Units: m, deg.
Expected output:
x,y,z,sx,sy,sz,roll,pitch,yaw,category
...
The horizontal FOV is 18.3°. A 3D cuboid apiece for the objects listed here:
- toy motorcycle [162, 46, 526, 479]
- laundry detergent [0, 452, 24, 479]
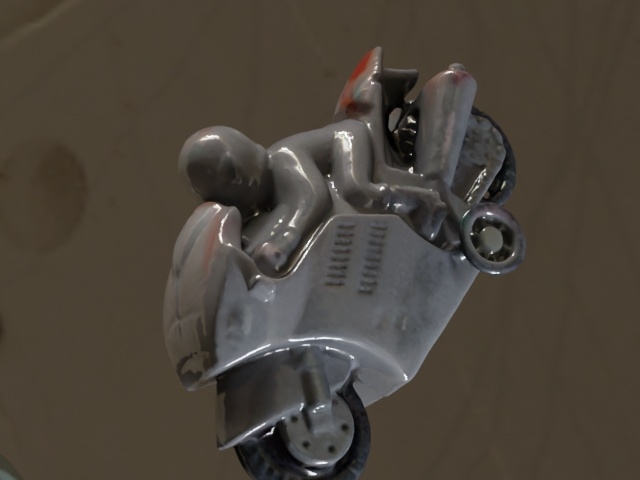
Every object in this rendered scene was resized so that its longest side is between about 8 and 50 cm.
x,y,z,sx,sy,sz,roll,pitch,yaw,category
0.000,0.000,1.011,0.171,0.260,0.110,38,-32,-11,toy motorcycle
-0.356,0.257,1.200,0.398,0.264,0.124,-25,-100,-4,laundry detergent
